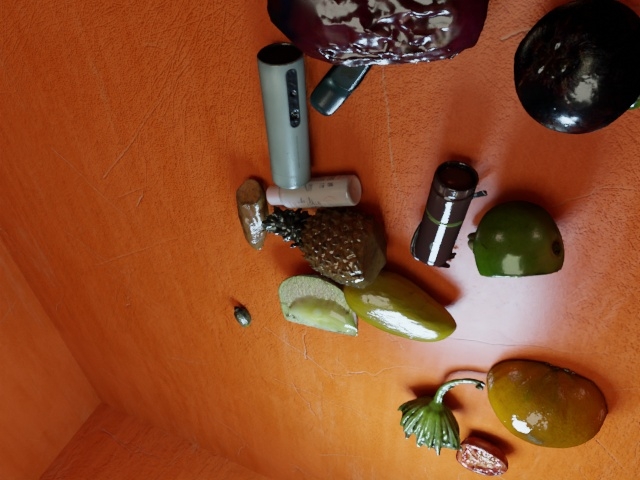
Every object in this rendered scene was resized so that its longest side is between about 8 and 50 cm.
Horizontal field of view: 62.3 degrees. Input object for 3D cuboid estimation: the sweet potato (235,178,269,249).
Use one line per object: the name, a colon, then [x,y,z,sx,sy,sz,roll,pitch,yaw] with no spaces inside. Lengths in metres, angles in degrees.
sweet potato: [-0.199,-0.065,1.558,0.097,0.097,0.252,18,136,16]

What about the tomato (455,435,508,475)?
tomato: [0.578,0.758,1.878,0.174,0.082,0.167,20,134,21]

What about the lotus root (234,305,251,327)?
lotus root: [-0.293,0.284,1.984,0.049,0.054,0.099,4,132,42]

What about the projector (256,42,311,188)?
projector: [-0.081,-0.286,1.261,0.108,0.108,0.338,16,137,19]

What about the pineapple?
pineapple: [0.000,0.000,1.430,0.361,0.202,0.202,15,137,30]

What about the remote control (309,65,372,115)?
remote control: [0.051,-0.355,1.157,0.072,0.042,0.222,39,138,-10]

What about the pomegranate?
pomegranate: [0.433,-0.009,1.186,0.189,0.241,0.159,-7,92,10]

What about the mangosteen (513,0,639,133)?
mangosteen: [0.435,-0.287,0.877,0.216,0.216,0.216,17,137,17]

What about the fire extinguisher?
fire extinguisher: [0.301,-0.037,1.270,0.141,0.105,0.341,3,142,1]

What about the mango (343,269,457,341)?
mango: [0.212,0.190,1.514,0.331,0.142,0.195,33,144,-5]

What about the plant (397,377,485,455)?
plant: [0.405,0.541,1.787,0.250,0.180,0.334,22,110,22]

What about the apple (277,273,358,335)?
apple: [0.002,0.176,1.652,0.264,0.120,0.194,9,122,22]

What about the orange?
orange: [0.647,0.472,1.555,0.310,0.274,0.274,46,149,34]

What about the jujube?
jujube: [0.095,-0.431,0.915,0.376,0.259,0.259,5,134,6]

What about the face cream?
face cream: [-0.025,-0.126,1.399,0.268,0.082,0.082,-1,129,33]
